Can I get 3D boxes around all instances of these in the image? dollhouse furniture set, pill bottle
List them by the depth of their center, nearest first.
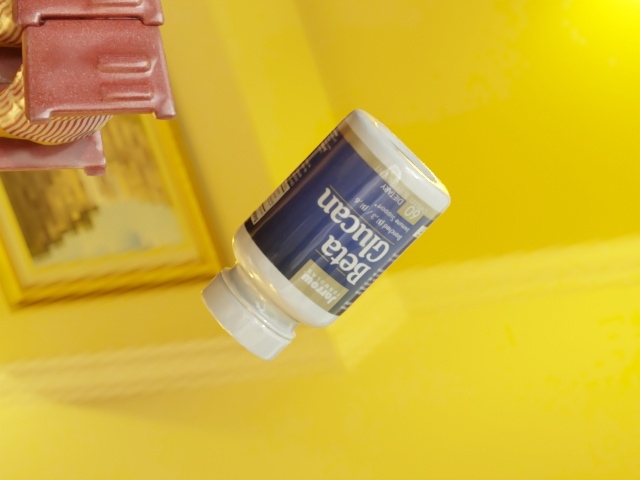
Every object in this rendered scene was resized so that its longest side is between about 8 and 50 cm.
[{"bbox_3d":[0.000,0.000,1.233,0.169,0.094,0.094,-46,-168,9],"label":"pill bottle"},{"bbox_3d":[-0.322,-0.136,1.376,0.374,0.152,0.201,-3,170,-22],"label":"dollhouse furniture set"}]
